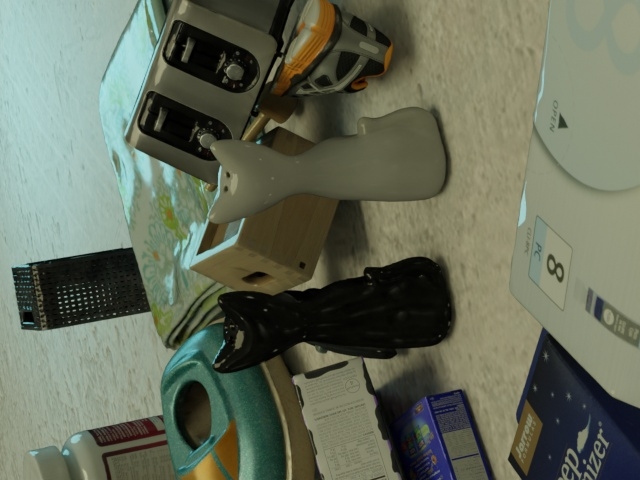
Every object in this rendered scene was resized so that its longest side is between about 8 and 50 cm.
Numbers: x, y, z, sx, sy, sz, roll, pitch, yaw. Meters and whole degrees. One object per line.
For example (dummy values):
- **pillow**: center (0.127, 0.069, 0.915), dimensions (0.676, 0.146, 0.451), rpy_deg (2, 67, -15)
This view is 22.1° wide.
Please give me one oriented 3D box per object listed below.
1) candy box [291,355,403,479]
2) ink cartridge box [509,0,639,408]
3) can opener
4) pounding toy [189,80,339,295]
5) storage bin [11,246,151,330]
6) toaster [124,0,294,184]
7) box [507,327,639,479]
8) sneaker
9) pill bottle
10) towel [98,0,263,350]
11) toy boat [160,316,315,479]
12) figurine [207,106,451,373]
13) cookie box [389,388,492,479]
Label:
- **candy box**: center (0.041, 0.221, 1.481), dimensions (0.165, 0.070, 0.196), rpy_deg (71, -179, -73)
- **ink cartridge box**: center (0.252, -0.013, 0.967), dimensions (0.385, 0.091, 0.308), rpy_deg (-128, 37, -53)
- **can opener**: center (0.016, 0.085, 1.576), dimensions (0.186, 0.073, 0.059), rpy_deg (17, 107, 53)
- **pounding toy**: center (-0.044, -0.051, 1.611), dimensions (0.181, 0.094, 0.206), rpy_deg (-25, 42, 62)
- **storage bin**: center (-0.288, 0.058, 2.074), dimensions (0.122, 0.180, 0.084), rpy_deg (-3, 95, 65)
- **toaster**: center (-0.097, -0.173, 1.530), dimensions (0.185, 0.110, 0.168), rpy_deg (-78, 11, -58)
- **box**: center (0.203, 0.165, 1.225), dimensions (0.225, 0.036, 0.136), rpy_deg (-124, 34, -44)
- **sneaker**: center (0.008, -0.162, 1.476), dimensions (0.215, 0.083, 0.084), rpy_deg (-169, 99, -83)
- **pill bottle**: center (-0.246, 0.286, 2.017), dimensions (0.121, 0.221, 0.121), rpy_deg (35, 130, 58)
- **towel**: center (-0.158, -0.086, 1.851), dimensions (0.320, 0.090, 0.374), rpy_deg (-41, 62, 61)
- **toy boat**: center (-0.138, 0.252, 1.783), dimensions (0.318, 0.148, 0.267), rpy_deg (-47, 53, 37)
- **figurine**: center (0.000, 0.000, 1.391), dimensions (0.092, 0.209, 0.215), rpy_deg (25, 121, 61)
- **cookie box**: center (0.107, 0.196, 1.434), dimensions (0.092, 0.040, 0.107), rpy_deg (130, 127, -60)
